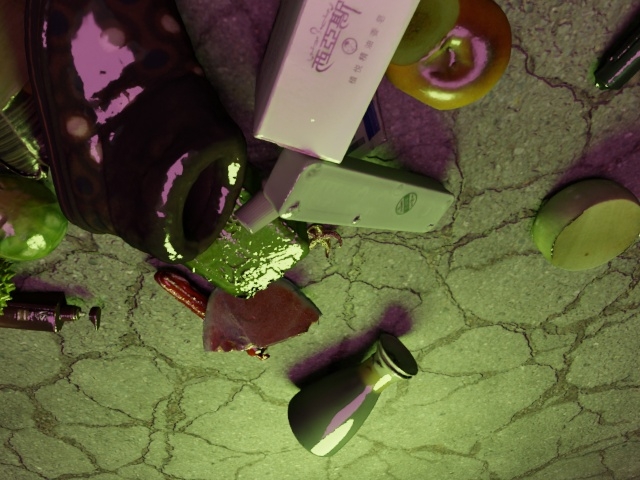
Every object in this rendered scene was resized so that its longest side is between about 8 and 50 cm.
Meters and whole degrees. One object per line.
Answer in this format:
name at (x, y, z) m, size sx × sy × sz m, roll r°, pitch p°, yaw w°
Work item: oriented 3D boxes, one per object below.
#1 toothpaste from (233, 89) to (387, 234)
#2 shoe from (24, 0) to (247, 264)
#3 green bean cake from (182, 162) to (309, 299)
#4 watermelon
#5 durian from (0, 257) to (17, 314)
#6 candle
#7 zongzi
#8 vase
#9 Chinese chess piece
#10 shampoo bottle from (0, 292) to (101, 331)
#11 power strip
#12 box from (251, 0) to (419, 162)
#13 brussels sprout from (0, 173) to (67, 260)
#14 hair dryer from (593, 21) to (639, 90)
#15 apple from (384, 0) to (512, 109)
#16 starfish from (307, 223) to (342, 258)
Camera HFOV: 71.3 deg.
toothpaste at (-0.010, -0.112, 0.671) m, size 0.282 × 0.068 × 0.099 m, roll -41°, pitch 172°, yaw -12°
shoe at (-0.208, -0.156, 0.553) m, size 0.237 × 0.171 × 0.383 m, roll 18°, pitch 117°, yaw 15°
green bean cake at (-0.146, -0.015, 0.770) m, size 0.200 × 0.113 × 0.214 m, roll -35°, pitch 123°, yaw 22°
watermelon at (-0.129, 0.131, 0.906) m, size 0.231 × 0.128 × 0.146 m, roll -13°, pitch 94°, yaw -32°
durian at (-0.644, 0.094, 0.745) m, size 0.237 × 0.200 × 0.176 m, roll -22°, pitch 92°, yaw -3°
candle at (-0.217, 0.163, 0.946) m, size 0.051 × 0.048 × 0.329 m, roll -25°, pitch 127°, yaw 24°
zongzi at (-0.350, -0.260, 0.548) m, size 0.318 × 0.154 × 0.289 m, roll -34°, pitch 136°, yaw 2°
vase at (0.079, 0.366, 1.073) m, size 0.173 × 0.173 × 0.321 m, roll 31°, pitch 116°, yaw -27°
Chinese chess piece at (0.507, -0.028, 0.853) m, size 0.189 × 0.083 × 0.188 m, roll -5°, pitch 129°, yaw -6°
shampoo bottle at (-0.564, 0.144, 0.883) m, size 0.237 × 0.067 × 0.068 m, roll 3°, pitch 119°, yaw -8°
power strip at (0.086, -0.069, 0.691) m, size 0.386 × 0.062 × 0.091 m, roll 3°, pitch 128°, yaw -45°
box at (0.015, -0.266, 0.528) m, size 0.116 × 0.203 × 0.274 m, roll 15°, pitch 125°, yaw -19°
brussels sprout at (-0.492, -0.035, 0.716) m, size 0.155 × 0.117 × 0.155 m, roll -5°, pitch 139°, yaw -4°
hair dryer at (0.544, -0.321, 0.618) m, size 0.245 × 0.116 × 0.302 m, roll 17°, pitch 136°, yaw -19°
apple at (0.166, -0.254, 0.588) m, size 0.163 × 0.147 × 0.146 m, roll 22°, pitch 123°, yaw -19°
starfish at (0.000, 0.000, 0.852) m, size 0.078 × 0.028 × 0.091 m, roll -18°, pitch 131°, yaw 15°
